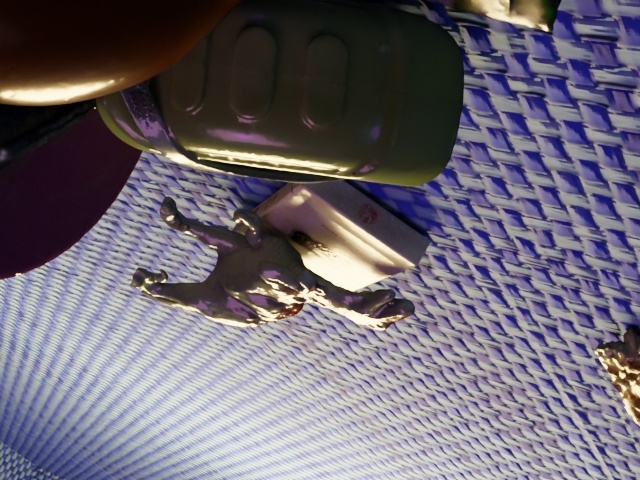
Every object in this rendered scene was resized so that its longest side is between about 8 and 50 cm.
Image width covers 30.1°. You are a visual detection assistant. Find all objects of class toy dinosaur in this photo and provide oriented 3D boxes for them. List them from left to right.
[{"bbox_3d":[-0.057,0.036,0.848,0.167,0.053,0.242,30,152,-15],"label":"toy dinosaur"}]

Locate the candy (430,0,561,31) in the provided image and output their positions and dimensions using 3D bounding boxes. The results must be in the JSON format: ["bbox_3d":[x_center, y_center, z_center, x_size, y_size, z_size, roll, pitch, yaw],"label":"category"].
[{"bbox_3d":[0.037,-0.172,0.311,0.088,0.061,0.312,21,159,17],"label":"candy"}]

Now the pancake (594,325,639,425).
[{"bbox_3d":[0.284,0.119,0.713,0.244,0.057,0.266,38,155,0],"label":"pancake"}]

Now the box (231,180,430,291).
[{"bbox_3d":[0.000,0.000,0.804,0.090,0.024,0.167,34,159,-11],"label":"box"}]

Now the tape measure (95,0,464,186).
[{"bbox_3d":[-0.014,-0.068,0.520,0.154,0.087,0.177,10,-174,27],"label":"tape measure"}]

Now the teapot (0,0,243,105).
[{"bbox_3d":[-0.106,-0.146,0.374,0.252,0.178,0.135,26,161,-23],"label":"teapot"}]

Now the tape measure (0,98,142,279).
[{"bbox_3d":[-0.179,-0.085,0.527,0.149,0.245,0.231,16,140,30],"label":"tape measure"}]
